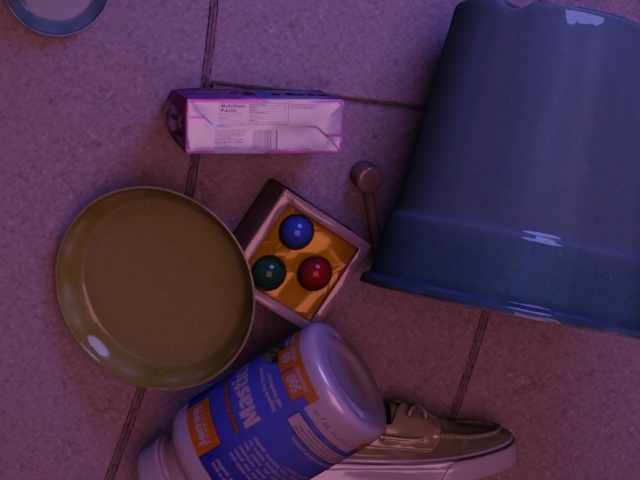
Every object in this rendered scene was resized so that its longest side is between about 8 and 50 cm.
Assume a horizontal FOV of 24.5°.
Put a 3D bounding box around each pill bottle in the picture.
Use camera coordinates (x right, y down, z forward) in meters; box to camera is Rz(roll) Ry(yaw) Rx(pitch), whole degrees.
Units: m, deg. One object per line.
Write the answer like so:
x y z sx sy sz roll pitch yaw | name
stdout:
-0.073 0.222 1.690 0.272 0.152 0.152 -33 109 17 | pill bottle

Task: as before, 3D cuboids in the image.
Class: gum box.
-0.078 -0.135 1.661 0.188 0.107 0.062 -1 102 -14 | gum box

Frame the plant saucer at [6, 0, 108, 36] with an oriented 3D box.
-0.290 -0.284 1.618 0.119 0.021 0.119 -3 102 -15 | plant saucer

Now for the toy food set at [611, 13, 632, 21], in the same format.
0.361 -0.211 1.804 0.078 0.019 0.122 19 97 -18 | toy food set

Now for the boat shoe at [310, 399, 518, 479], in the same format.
0.095 0.243 1.791 0.302 0.109 0.094 -3 101 -11 | boat shoe

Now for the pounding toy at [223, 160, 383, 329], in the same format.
0.011 0.000 1.720 0.181 0.094 0.206 33 93 -18 | pounding toy

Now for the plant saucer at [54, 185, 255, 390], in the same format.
-0.183 0.051 1.667 0.241 0.037 0.241 4 106 15 | plant saucer

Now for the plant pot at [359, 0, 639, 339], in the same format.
0.244 -0.082 1.656 0.341 0.341 0.334 11 91 -17 | plant pot
